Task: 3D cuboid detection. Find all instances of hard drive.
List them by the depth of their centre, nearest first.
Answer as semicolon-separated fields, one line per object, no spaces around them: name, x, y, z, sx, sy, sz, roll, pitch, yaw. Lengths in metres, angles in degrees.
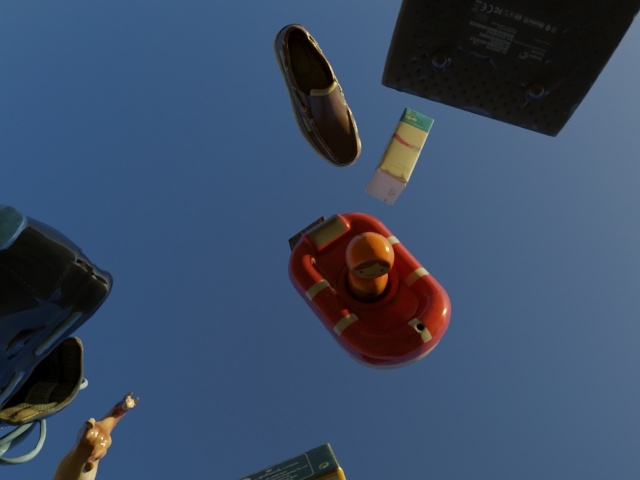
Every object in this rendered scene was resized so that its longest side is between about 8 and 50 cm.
hard drive;0.157;-0.213;0.502;0.172;0.254;0.054;14;-146;-10

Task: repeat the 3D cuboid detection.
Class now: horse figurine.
horse figurine;-0.351;0.342;0.992;0.066;0.174;0.263;26;-100;-8

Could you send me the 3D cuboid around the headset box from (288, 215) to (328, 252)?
headset box;0.000;0.000;1.127;0.083;0.062;0.032;-36;-130;20

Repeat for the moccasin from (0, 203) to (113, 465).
moccasin;-0.260;0.116;0.577;0.117;0.342;0.137;27;-130;-11

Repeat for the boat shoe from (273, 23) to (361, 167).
boat shoe;-0.005;-0.240;1.167;0.095;0.095;0.257;-31;-80;-7

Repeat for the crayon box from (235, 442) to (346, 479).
crayon box;-0.028;0.468;0.953;0.203;0.083;0.322;-19;-78;-8

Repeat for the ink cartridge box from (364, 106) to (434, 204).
ink cartridge box;0.120;-0.128;1.068;0.052;0.088;0.122;24;-113;-1

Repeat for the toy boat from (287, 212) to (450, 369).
toy boat;0.062;0.046;0.872;0.151;0.151;0.231;-33;-117;-16
